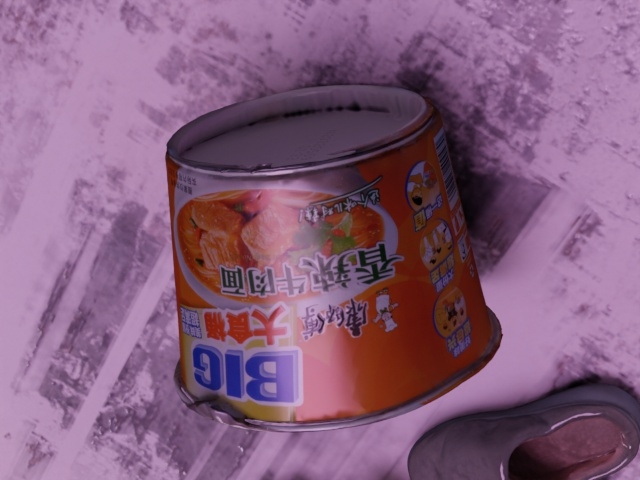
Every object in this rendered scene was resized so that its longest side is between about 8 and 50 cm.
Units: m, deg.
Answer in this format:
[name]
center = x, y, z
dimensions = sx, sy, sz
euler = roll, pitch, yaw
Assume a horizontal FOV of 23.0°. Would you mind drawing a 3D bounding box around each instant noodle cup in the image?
[instant noodle cup]
center = 0.000, 0.000, 1.324
dimensions = 0.296, 0.296, 0.214
euler = 0, 111, 23

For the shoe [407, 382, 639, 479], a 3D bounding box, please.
[shoe]
center = 0.186, 0.211, 1.484
dimensions = 0.251, 0.100, 0.103
euler = -25, 110, 31
